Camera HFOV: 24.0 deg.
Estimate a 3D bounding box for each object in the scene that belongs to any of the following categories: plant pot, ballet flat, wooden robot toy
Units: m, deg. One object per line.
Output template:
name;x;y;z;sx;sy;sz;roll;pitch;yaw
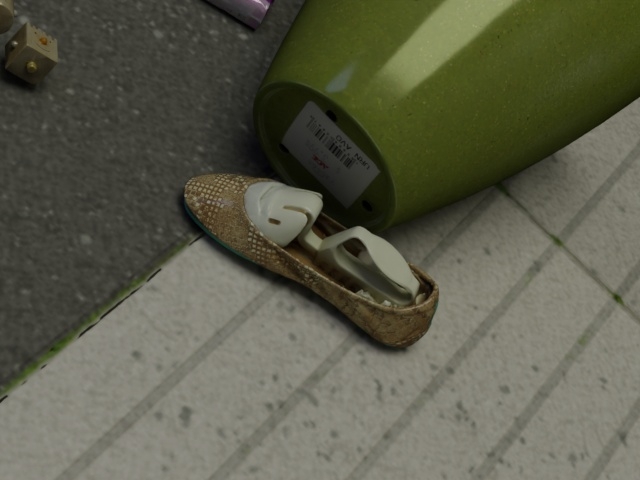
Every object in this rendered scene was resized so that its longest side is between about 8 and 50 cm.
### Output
plant pot;0.093;-0.147;1.147;0.275;0.275;0.293;45;61;4
ballet flat;0.000;0.000;1.084;0.206;0.067;0.073;31;46;-9
wooden robot toy;-0.263;-0.174;1.048;0.173;0.076;0.079;16;39;-23

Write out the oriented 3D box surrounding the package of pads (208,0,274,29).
package of pads;-0.075;-0.212;1.221;0.083;0.032;0.050;30;49;-10
